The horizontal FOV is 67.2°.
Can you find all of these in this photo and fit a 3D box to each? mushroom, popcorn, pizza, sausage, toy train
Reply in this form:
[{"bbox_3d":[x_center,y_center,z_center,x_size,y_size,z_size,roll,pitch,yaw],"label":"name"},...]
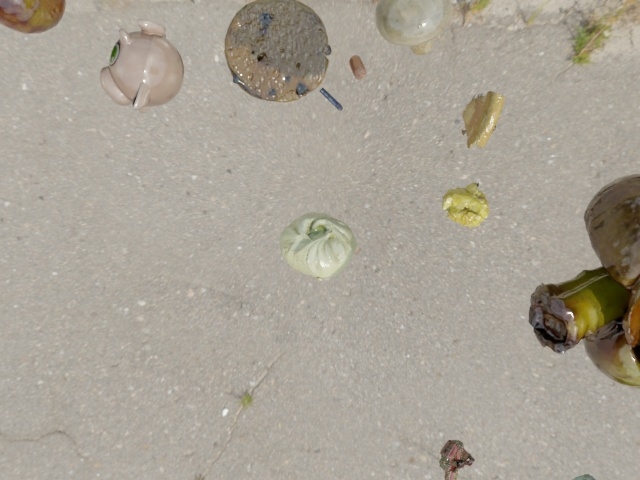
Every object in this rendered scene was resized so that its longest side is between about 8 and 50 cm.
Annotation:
[{"bbox_3d":[0.245,-0.609,1.312,0.206,0.209,0.207,1,83,-6],"label":"mushroom"},{"bbox_3d":[0.262,-0.059,0.872,0.084,0.084,0.084,0,96,0],"label":"popcorn"},{"bbox_3d":[0.439,-0.332,1.317,0.069,0.194,0.154,12,113,-4],"label":"pizza"},{"bbox_3d":[0.093,-0.433,1.206,0.034,0.083,0.034,-7,138,-6],"label":"sausage"},{"bbox_3d":[0.031,-0.402,1.372,0.083,0.017,0.017,45,103,6],"label":"toy train"}]

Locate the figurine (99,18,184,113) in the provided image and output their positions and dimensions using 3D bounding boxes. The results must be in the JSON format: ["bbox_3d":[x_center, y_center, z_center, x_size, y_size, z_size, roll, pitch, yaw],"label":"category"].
[{"bbox_3d":[-0.281,-0.272,0.769,0.125,0.125,0.138,16,99,-1],"label":"figurine"}]

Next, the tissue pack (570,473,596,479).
[{"bbox_3d":[0.517,0.695,0.847,0.405,0.205,0.332,45,99,-1],"label":"tissue pack"}]

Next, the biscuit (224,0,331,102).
[{"bbox_3d":[-0.118,-0.521,1.326,0.295,0.075,0.296,1,118,1],"label":"biscuit"}]

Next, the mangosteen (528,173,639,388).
[{"bbox_3d":[0.346,0.034,0.343,0.297,0.297,0.293,49,133,-4],"label":"mangosteen"}]

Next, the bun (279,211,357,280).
[{"bbox_3d":[0.000,0.000,1.562,0.258,0.259,0.160,8,132,-1],"label":"bun"}]

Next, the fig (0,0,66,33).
[{"bbox_3d":[-0.529,-0.448,0.804,0.201,0.148,0.149,28,130,-16],"label":"fig"}]

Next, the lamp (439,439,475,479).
[{"bbox_3d":[0.213,0.344,0.762,0.063,0.031,0.083,-46,129,-25],"label":"lamp"}]
